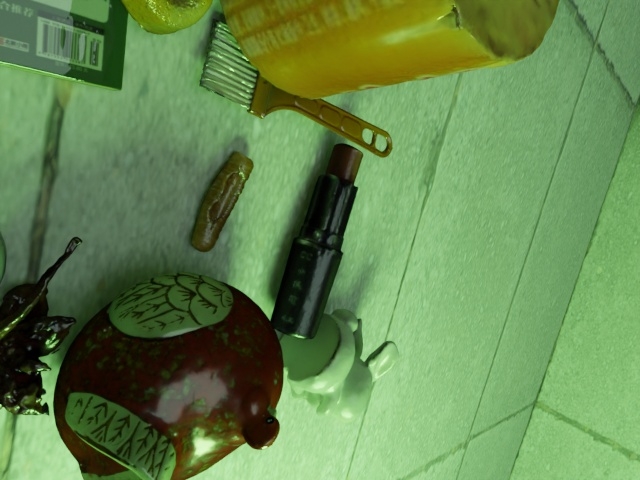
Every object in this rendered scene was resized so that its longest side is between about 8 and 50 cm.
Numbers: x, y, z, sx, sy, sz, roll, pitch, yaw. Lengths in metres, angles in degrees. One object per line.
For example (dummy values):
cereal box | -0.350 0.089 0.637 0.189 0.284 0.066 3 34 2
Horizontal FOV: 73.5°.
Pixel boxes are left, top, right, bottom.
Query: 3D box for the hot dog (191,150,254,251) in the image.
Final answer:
hot dog | -0.126 -0.049 0.543 0.044 0.028 0.137 32 84 -39

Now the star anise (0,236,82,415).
star anise | -0.272 0.081 0.398 0.190 0.097 0.070 -60 151 -9

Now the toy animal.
toy animal | 0.027 0.202 0.720 0.193 0.127 0.178 42 74 -42

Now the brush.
brush | -0.008 -0.177 0.574 0.314 0.017 0.090 16 83 -37

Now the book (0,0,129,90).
book | -0.248 -0.274 0.334 0.202 0.027 0.264 -2 107 -44

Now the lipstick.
lipstick | 0.000 0.000 0.648 0.081 0.081 0.299 21 85 -46

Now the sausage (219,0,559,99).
sausage | 0.058 -0.275 0.429 0.233 0.287 0.233 -10 105 -38

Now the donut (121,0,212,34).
donut | -0.143 -0.254 0.417 0.108 0.043 0.097 -62 151 -14

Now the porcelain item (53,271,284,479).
porcelain item | -0.140 0.163 0.467 0.253 0.253 0.253 -18 118 -39

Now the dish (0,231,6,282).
dish | -0.328 0.028 0.339 0.141 0.078 0.141 -18 117 -39
